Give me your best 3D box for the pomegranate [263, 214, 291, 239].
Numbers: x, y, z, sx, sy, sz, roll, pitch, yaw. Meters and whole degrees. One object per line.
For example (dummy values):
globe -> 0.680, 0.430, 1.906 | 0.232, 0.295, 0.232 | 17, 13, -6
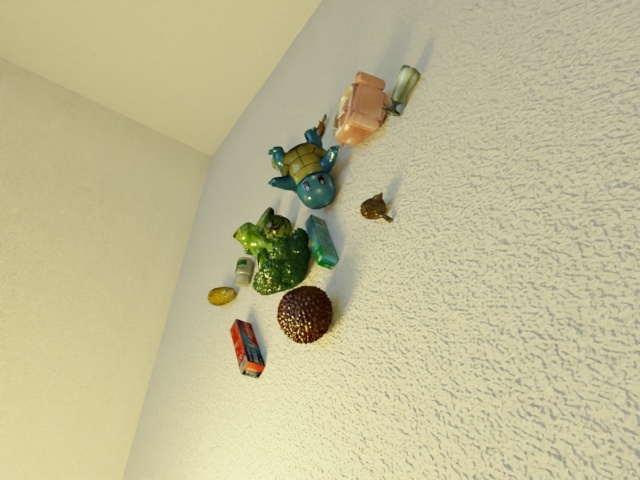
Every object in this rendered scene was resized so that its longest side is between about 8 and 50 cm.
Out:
pomegranate -> -0.186, -0.041, 2.045 | 0.122, 0.122, 0.162 | -97, 15, -47

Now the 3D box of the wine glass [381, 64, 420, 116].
wine glass -> 0.267, -0.498, 1.588 | 0.155, 0.072, 0.072 | -65, 25, 7

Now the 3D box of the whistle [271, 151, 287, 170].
whistle -> -0.188, -0.391, 2.367 | 0.105, 0.085, 0.227 | -64, 24, 6

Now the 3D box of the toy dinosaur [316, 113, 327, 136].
toy dinosaur -> -0.005, -0.484, 2.145 | 0.126, 0.039, 0.162 | -47, 33, 33

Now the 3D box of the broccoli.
broccoli -> -0.172, 0.049, 1.753 | 0.297, 0.297, 0.297 | -45, -3, -3

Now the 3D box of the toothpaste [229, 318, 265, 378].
toothpaste -> -0.296, 0.424, 1.898 | 0.066, 0.076, 0.320 | -61, 26, 11

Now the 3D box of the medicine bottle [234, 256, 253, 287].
medicine bottle -> -0.364, 0.150, 2.255 | 0.080, 0.080, 0.130 | -39, 36, 45

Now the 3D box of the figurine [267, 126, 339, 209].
figurine -> -0.071, -0.289, 1.881 | 0.297, 0.243, 0.416 | -21, 31, -2

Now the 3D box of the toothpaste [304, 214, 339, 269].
toothpaste -> 0.000, 0.000, 1.692 | 0.050, 0.065, 0.267 | -55, 28, 23

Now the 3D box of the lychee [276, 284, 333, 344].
lychee -> -0.048, 0.232, 1.467 | 0.188, 0.188, 0.188 | -44, 33, 39

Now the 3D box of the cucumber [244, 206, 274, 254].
cucumber -> -0.282, -0.047, 2.282 | 0.244, 0.063, 0.115 | -57, 21, 18

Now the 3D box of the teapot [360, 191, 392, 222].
teapot -> 0.173, -0.092, 1.426 | 0.110, 0.080, 0.085 | -126, 33, -47

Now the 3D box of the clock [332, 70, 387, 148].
clock -> 0.136, -0.454, 1.749 | 0.241, 0.142, 0.227 | 146, 138, -64

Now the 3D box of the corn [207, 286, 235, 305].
corn -> -0.497, 0.278, 2.391 | 0.261, 0.097, 0.097 | -20, 51, 56
